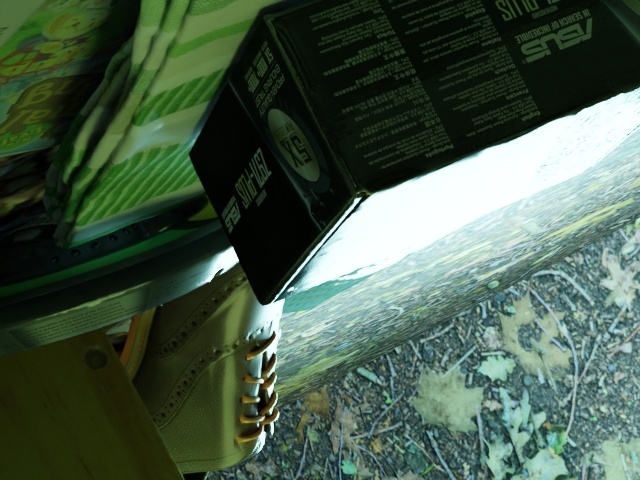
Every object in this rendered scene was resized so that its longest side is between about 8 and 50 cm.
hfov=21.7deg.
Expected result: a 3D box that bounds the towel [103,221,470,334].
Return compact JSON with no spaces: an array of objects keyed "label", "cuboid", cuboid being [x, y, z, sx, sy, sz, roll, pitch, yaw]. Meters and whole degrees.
[{"label":"towel","cuboid":[0.000,0.000,1.418,0.271,0.040,0.370,-30,168,24]}]

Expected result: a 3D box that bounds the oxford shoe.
[{"label":"oxford shoe","cuboid":[-0.064,0.076,1.191,0.130,0.133,0.363,-30,162,-47]}]

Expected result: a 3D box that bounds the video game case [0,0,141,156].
[{"label":"video game case","cuboid":[-0.089,-0.084,0.700,0.212,0.023,0.193,-17,168,-44]}]

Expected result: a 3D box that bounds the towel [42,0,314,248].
[{"label":"towel","cuboid":[0.011,-0.095,0.711,0.248,0.038,0.325,-22,170,-23]}]

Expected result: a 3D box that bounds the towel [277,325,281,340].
[{"label":"towel","cuboid":[-0.175,0.198,1.711,0.317,0.053,0.332,-43,-179,-11]}]

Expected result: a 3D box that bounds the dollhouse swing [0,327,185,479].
[{"label":"dollhouse swing","cuboid":[-0.308,0.219,1.136,0.347,0.315,0.305,-21,159,-28]}]

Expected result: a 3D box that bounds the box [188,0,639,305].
[{"label":"box","cuboid":[0.053,-0.057,0.681,0.180,0.077,0.147,-22,170,-22]}]

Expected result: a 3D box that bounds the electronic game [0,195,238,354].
[{"label":"electronic game","cuboid":[-0.135,0.009,0.880,0.229,0.048,0.229,-15,-168,3]}]
